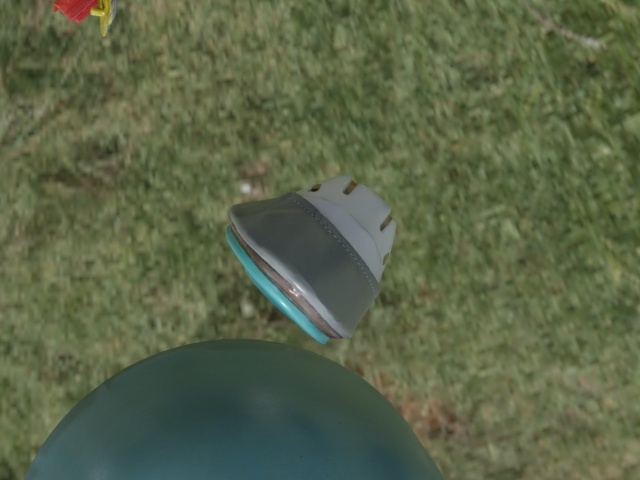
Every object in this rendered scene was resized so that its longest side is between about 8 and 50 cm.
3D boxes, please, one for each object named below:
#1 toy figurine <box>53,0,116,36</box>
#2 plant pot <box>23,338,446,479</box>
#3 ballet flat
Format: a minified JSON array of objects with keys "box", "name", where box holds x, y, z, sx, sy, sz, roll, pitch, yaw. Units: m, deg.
[{"box":[-0.162,-0.350,1.328,0.217,0.191,0.362,-46,172,-20],"name":"toy figurine"},{"box":[-0.035,0.219,0.984,0.293,0.235,0.293,-1,95,-11],"name":"plant pot"},{"box":[0.000,0.000,0.730,0.068,0.213,0.072,-44,90,-3],"name":"ballet flat"}]
